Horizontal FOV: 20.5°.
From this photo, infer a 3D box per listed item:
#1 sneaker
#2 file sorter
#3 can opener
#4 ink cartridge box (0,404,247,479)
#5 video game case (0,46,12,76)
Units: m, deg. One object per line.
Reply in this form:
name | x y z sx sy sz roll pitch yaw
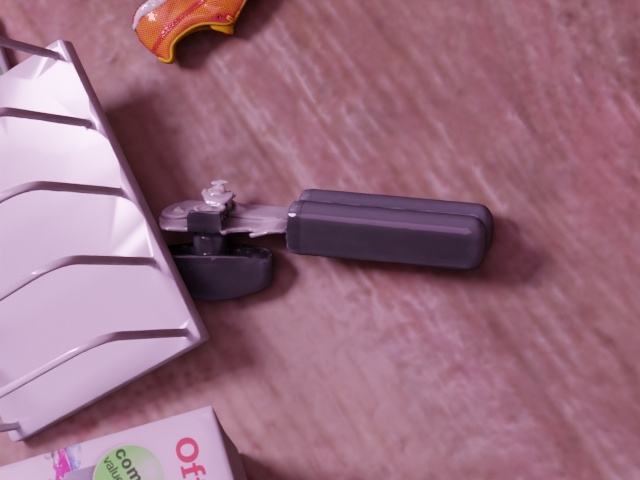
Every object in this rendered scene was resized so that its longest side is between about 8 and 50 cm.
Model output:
sneaker | -0.079 -0.217 1.529 0.175 0.064 0.067 -38 91 4
file sorter | -0.256 0.000 1.395 0.193 0.173 0.278 -29 80 18
can opener | 0.000 0.000 1.449 0.280 0.074 0.093 1 109 13
ink cartridge box | -0.171 0.267 1.316 0.270 0.197 0.198 -17 72 -2
video game case | -0.343 -0.072 1.549 0.193 0.023 0.212 -24 72 4
